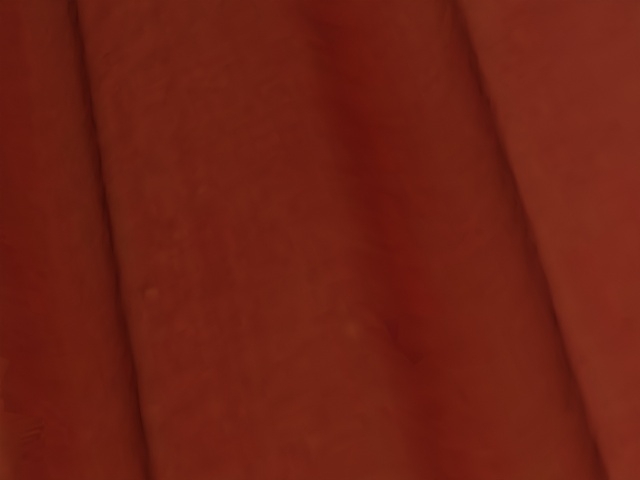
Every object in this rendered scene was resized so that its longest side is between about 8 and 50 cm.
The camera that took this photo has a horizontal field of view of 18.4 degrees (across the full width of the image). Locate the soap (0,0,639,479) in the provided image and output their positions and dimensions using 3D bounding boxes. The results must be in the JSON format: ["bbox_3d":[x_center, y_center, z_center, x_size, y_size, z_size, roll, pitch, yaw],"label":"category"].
[{"bbox_3d":[0.000,0.000,0.479,0.233,0.359,0.128,-25,144,18],"label":"soap"}]
